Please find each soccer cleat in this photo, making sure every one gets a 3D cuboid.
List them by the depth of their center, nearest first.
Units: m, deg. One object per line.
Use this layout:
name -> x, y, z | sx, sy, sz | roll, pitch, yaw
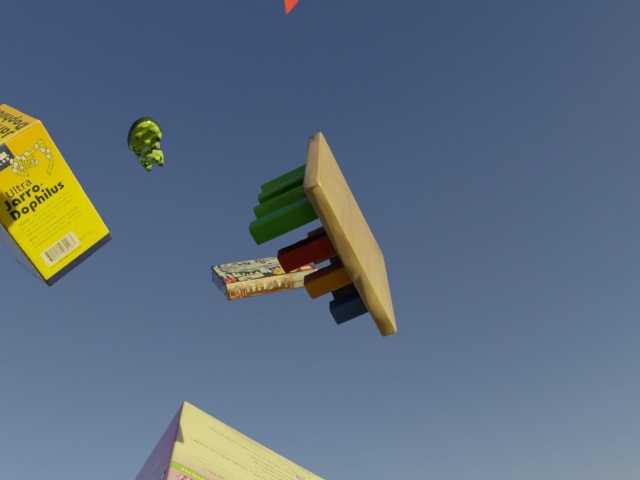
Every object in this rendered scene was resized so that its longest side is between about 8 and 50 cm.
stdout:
soccer cleat -> -0.307, -0.179, 1.079 | 0.060, 0.072, 0.179 | -23, -9, -15

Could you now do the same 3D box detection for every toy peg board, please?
toy peg board -> 0.000, 0.000, 0.609 | 0.079, 0.161, 0.160 | -24, -68, 11

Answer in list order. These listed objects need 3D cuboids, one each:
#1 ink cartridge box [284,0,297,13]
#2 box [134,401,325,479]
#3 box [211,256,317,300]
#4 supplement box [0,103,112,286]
ink cartridge box -> 0.011, -0.474, 0.924 | 0.066, 0.232, 0.189 | 13, -35, 15
box -> -0.093, 0.308, 0.664 | 0.213, 0.117, 0.243 | 33, -2, -10
box -> -0.084, 0.052, 0.923 | 0.137, 0.094, 0.027 | -8, -73, -22
supplement box -> -0.685, -0.103, 1.461 | 0.195, 0.194, 0.356 | -44, -43, -26
